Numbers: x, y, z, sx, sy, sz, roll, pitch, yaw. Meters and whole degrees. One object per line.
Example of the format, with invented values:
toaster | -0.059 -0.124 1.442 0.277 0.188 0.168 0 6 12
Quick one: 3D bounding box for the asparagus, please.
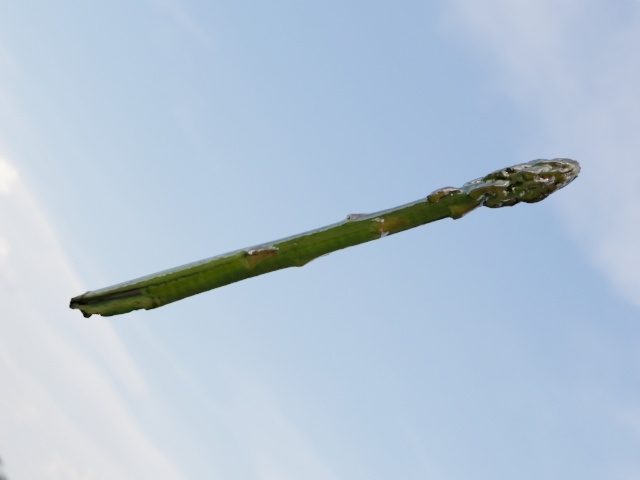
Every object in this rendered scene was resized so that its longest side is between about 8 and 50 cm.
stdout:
asparagus | 0.000 0.000 0.483 0.016 0.166 0.013 -69 143 -78
